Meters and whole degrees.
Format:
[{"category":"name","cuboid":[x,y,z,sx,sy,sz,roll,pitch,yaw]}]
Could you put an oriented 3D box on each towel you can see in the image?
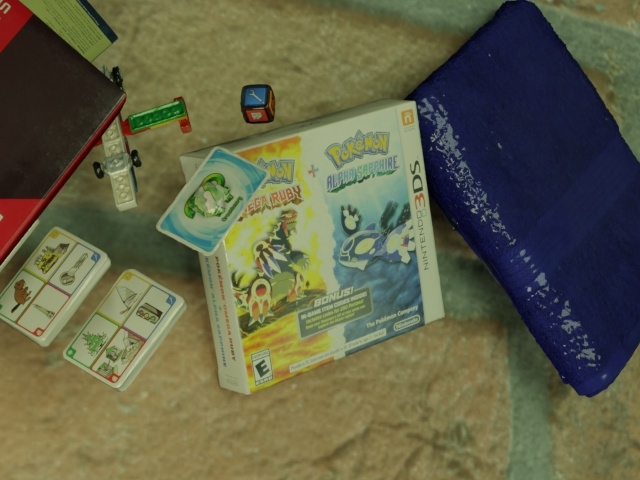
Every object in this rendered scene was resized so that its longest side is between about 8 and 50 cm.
[{"category":"towel","cuboid":[0.197,-0.040,1.314,0.308,0.076,0.228,55,50,-10]}]

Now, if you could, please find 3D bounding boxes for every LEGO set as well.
[{"category":"LEGO set","cuboid":[-0.136,-0.026,1.050,0.182,0.060,0.244,27,70,22]}]

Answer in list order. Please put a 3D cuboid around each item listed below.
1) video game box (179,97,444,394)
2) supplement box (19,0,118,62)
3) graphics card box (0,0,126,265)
[{"category":"video game box","cuboid":[0.000,0.000,1.159,0.205,0.048,0.187,-19,105,-34]},{"category":"supplement box","cuboid":[-0.211,-0.147,1.078,0.083,0.056,0.083,50,58,-13]},{"category":"graphics card box","cuboid":[-0.328,-0.120,0.913,0.371,0.094,0.232,42,57,-14]}]
